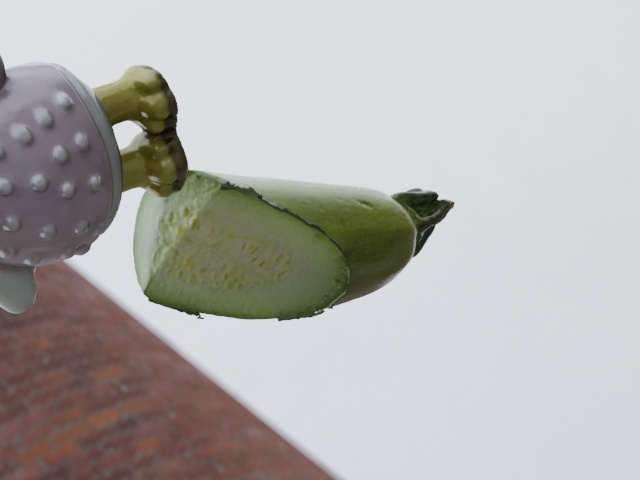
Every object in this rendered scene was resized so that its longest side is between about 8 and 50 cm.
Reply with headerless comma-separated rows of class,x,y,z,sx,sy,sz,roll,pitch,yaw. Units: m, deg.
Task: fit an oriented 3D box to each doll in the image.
doll,-0.151,-0.020,0.809,0.207,0.081,0.129,-24,-56,-31

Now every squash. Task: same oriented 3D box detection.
squash,0.001,0.001,1.090,0.200,0.075,0.090,-2,-68,-33
